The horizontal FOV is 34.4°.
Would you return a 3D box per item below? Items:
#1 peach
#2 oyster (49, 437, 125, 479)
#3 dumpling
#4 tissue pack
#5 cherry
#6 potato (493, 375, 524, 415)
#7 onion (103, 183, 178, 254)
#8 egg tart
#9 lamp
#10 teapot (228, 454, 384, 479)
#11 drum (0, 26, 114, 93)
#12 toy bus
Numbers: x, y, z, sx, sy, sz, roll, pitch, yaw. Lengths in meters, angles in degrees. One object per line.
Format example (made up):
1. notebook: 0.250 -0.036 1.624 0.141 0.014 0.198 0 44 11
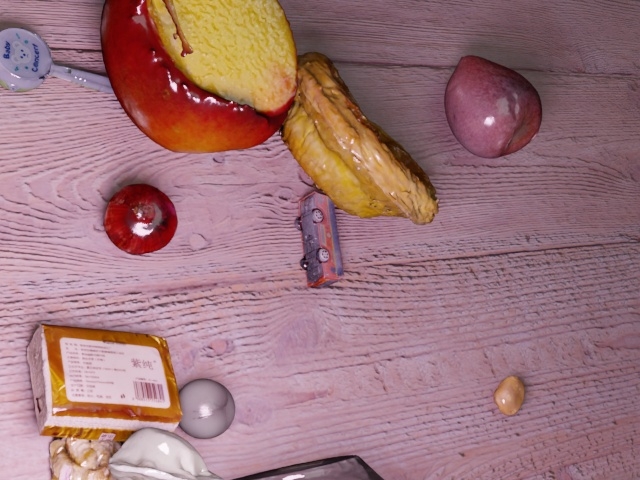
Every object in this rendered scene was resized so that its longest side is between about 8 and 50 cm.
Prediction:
1. peach: -0.238 -0.341 1.918 0.335 0.310 0.406 -37 99 -39
2. oyster: -0.338 0.371 1.643 0.191 0.081 0.163 31 49 -24
3. dumpling: -0.238 0.340 1.604 0.219 0.153 0.108 18 58 -69
4. tissue pack: -0.350 0.229 1.670 0.226 0.092 0.183 8 42 -31
5. cherry: 0.394 -0.310 2.435 0.239 0.206 0.239 5 39 -4
6. potato: 0.403 0.330 2.200 0.083 0.062 0.068 -52 133 -11
7. onion: -0.320 -0.038 1.832 0.131 0.131 0.131 16 59 -29
8. egg tart: 0.057 -0.177 2.073 0.443 0.178 0.443 49 11 -12
9. lamp: -0.198 0.288 1.765 0.105 0.105 0.105 16 59 -29
10. teapot: 0.021 0.537 1.654 0.376 0.305 0.361 -12 82 2
11. drum: -0.490 -0.297 1.887 0.253 0.049 0.130 27 53 -26
12. toy bus: 0.000 0.000 2.078 0.077 0.065 0.192 11 62 -39
